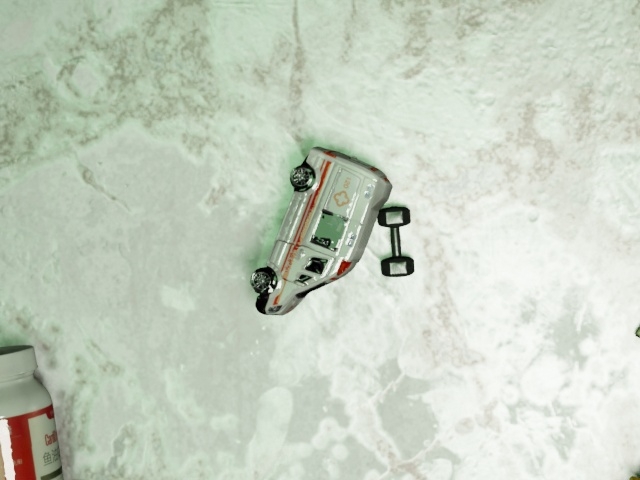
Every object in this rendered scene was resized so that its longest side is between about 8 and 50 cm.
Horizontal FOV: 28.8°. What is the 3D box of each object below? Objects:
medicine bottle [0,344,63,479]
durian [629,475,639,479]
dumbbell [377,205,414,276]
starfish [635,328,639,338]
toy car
[{"bbox_3d":[-0.373,0.255,1.469,0.131,0.131,0.250,-7,92,5],"label":"medicine bottle"},{"bbox_3d":[0.418,0.414,1.431,0.191,0.112,0.341,-18,83,15],"label":"durian"},{"bbox_3d":[0.089,0.001,1.465,0.036,0.040,0.083,-6,94,-28],"label":"dumbbell"},{"bbox_3d":[0.466,0.069,1.430,0.223,0.050,0.216,-40,80,22],"label":"starfish"},{"bbox_3d":[0.000,0.000,1.441,0.108,0.089,0.209,22,93,10],"label":"toy car"}]
